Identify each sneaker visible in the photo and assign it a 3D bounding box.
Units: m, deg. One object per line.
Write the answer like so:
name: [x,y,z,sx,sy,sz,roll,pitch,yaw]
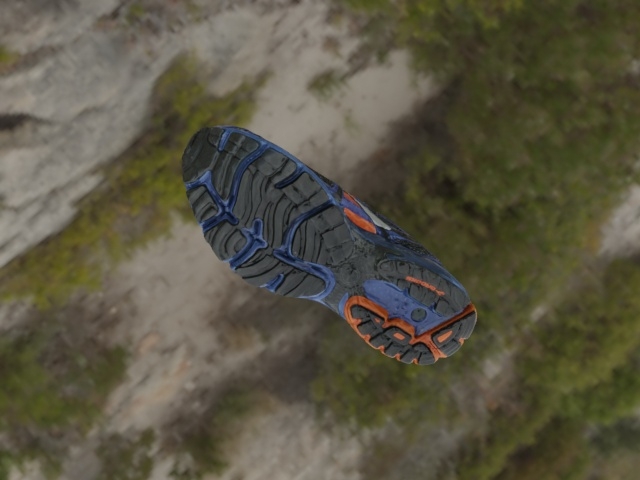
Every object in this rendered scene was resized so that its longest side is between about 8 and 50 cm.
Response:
sneaker: [0.000,0.000,0.846,0.083,0.221,0.087,-48,-160,12]
